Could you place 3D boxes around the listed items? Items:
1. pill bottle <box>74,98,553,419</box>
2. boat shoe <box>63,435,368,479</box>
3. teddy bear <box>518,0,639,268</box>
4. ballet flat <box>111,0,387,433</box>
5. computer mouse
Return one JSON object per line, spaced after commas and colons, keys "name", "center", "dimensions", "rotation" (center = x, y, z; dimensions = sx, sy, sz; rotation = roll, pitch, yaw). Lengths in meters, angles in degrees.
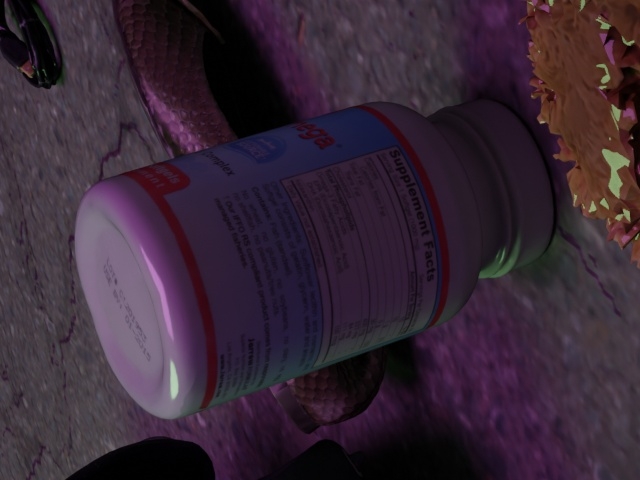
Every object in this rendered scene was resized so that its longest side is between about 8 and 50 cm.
{"name": "pill bottle", "center": [0.000, 0.000, 0.707], "dimensions": [0.087, 0.160, 0.087], "rotation": [43, 142, 46]}
{"name": "boat shoe", "center": [-0.092, 0.181, 0.976], "dimensions": [0.156, 0.187, 0.500], "rotation": [58, 150, -9]}
{"name": "teddy bear", "center": [0.129, -0.089, 0.476], "dimensions": [0.338, 0.113, 0.245], "rotation": [27, 138, 47]}
{"name": "ballet flat", "center": [-0.031, -0.030, 0.890], "dimensions": [0.250, 0.058, 0.084], "rotation": [65, -170, 27]}
{"name": "computer mouse", "center": [-0.226, -0.146, 1.222], "dimensions": [0.242, 0.041, 0.071], "rotation": [36, 136, 51]}
